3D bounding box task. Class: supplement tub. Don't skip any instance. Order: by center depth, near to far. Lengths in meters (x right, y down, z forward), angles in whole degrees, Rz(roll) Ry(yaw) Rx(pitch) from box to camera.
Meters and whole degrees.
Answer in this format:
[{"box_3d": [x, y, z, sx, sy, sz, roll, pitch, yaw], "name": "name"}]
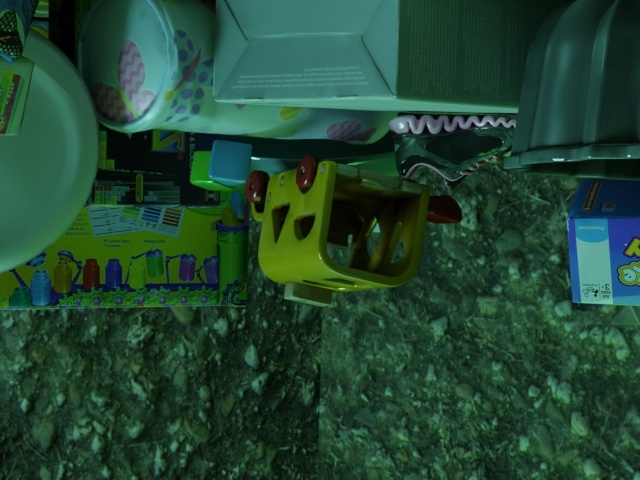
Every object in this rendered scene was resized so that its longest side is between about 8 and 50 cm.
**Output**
[{"box_3d": [-0.309, -0.092, 1.391, 0.193, 0.193, 0.316, 0, -169, -27], "name": "supplement tub"}]

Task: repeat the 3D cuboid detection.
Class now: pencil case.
[{"box_3d": [-0.057, -0.136, 1.397, 0.124, 0.113, 0.273, 19, -166, 42], "name": "pencil case"}]

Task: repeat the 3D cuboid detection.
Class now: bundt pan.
[{"box_3d": [0.286, -0.105, 1.167, 0.331, 0.124, 0.331, 1, 179, 0], "name": "bundt pan"}]

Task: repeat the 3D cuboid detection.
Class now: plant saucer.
[{"box_3d": [0.006, -0.117, 1.619, 0.317, 0.043, 0.317, -2, -154, 1], "name": "plant saucer"}]

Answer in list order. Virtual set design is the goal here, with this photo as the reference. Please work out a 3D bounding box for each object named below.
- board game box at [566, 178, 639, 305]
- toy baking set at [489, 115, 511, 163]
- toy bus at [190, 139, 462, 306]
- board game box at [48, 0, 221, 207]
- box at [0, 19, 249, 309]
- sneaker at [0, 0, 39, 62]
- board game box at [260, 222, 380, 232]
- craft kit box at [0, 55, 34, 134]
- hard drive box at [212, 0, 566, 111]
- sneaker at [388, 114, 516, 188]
[{"box_3d": [0.346, -0.067, 1.441, 0.233, 0.078, 0.347, 2, -149, 19], "name": "board game box"}, {"box_3d": [0.168, -0.135, 1.694, 0.256, 0.030, 0.197, 8, -141, 38], "name": "toy baking set"}, {"box_3d": [0.000, -0.002, 1.426, 0.191, 0.104, 0.202, 5, 170, 21], "name": "toy bus"}, {"box_3d": [-0.149, -0.111, 1.449, 0.141, 0.170, 0.048, -1, -178, -35], "name": "board game box"}, {"box_3d": [-0.235, -0.075, 1.808, 0.290, 0.279, 0.177, 1, -178, -32], "name": "box"}, {"box_3d": [-0.223, -0.135, 0.992, 0.083, 0.087, 0.221, 1, -178, -33], "name": "sneaker"}, {"box_3d": [0.005, -0.107, 1.871, 0.145, 0.027, 0.281, 1, 141, 0], "name": "board game box"}, {"box_3d": [-0.347, -0.128, 1.095, 0.250, 0.061, 0.246, -1, -162, -45], "name": "craft kit box"}, {"box_3d": [0.066, -0.139, 1.305, 0.181, 0.089, 0.232, 4, -177, 43], "name": "hard drive box"}, {"box_3d": [0.110, -0.067, 1.356, 0.119, 0.057, 0.047, 1, 180, 13], "name": "sneaker"}]
